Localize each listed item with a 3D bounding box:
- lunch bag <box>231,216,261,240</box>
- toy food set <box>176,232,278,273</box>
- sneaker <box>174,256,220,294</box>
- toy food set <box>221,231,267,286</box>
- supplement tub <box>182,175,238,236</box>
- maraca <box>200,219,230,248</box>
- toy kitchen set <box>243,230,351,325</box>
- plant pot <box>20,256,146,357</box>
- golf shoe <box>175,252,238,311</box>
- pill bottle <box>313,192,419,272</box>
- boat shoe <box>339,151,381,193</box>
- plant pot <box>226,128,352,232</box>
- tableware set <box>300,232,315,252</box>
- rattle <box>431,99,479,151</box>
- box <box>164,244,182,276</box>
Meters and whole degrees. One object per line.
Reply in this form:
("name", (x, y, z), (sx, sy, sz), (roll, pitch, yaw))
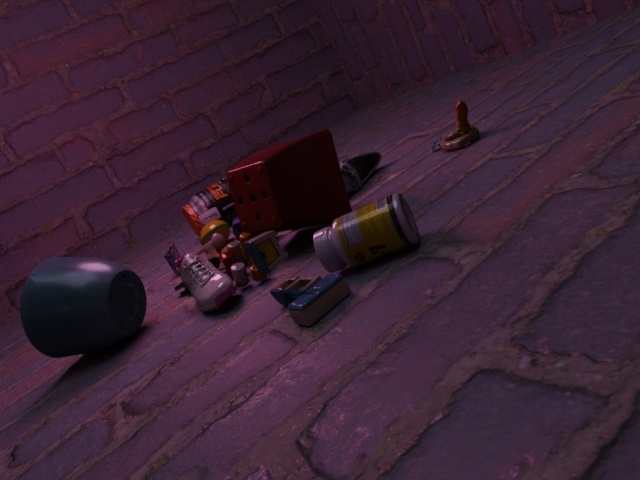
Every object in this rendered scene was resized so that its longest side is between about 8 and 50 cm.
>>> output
("lunch bag", (-0.231, -0.042, 1.766), (0.098, 0.067, 0.065), (-21, 20, -1))
("toy food set", (-0.307, 0.023, 1.874), (0.306, 0.092, 0.220), (-16, 19, 37))
("sneaker", (-0.383, 0.108, 1.770), (0.170, 0.051, 0.089), (-48, 23, -4))
("toy food set", (-0.207, 0.077, 1.587), (0.111, 0.104, 0.232), (-18, 31, -14))
("supplement tub", (-0.436, -0.160, 2.513), (0.316, 0.193, 0.193), (-34, 16, -20))
("maraca", (-0.409, -0.016, 2.191), (0.127, 0.099, 0.185), (-27, -12, -28))
("toy kitchen set", (-0.073, 0.069, 1.172), (0.122, 0.166, 0.207), (-37, 17, -31))
("plant pot", (-0.644, 0.180, 1.616), (0.235, 0.293, 0.293), (-6, 21, 16))
("golf shoe", (-0.319, 0.105, 1.522), (0.115, 0.140, 0.306), (-43, 20, -18))
("pill bottle", (0.098, -0.012, 1.234), (0.208, 0.119, 0.119), (-23, 16, 19))
("boat shoe", (0.115, -0.238, 1.967), (0.103, 0.118, 0.320), (-23, 8, 33))
("plant pot", (-0.108, -0.144, 1.633), (0.267, 0.267, 0.236), (-8, 11, 46))
("tableware set", (0.000, 0.000, 1.549), (0.104, 0.024, 0.154), (-31, 16, -12))
("rattle", (0.406, -0.364, 1.833), (0.130, 0.143, 0.200), (-48, 23, -2))
("box", (-0.539, 0.074, 2.112), (0.027, 0.094, 0.137), (-28, 16, -1))
